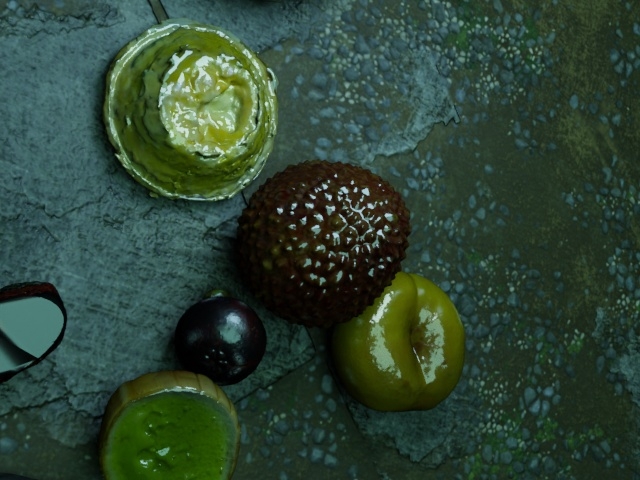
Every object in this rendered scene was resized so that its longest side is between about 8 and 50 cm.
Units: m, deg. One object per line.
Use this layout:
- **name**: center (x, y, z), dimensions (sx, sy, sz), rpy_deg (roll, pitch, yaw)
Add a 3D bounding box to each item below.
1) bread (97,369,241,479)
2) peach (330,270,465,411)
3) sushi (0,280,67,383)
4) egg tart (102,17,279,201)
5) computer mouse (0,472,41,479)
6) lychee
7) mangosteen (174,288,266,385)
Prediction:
- **bread**: center (-0.228, 0.311, 1.700), dimensions (0.236, 0.070, 0.236), rpy_deg (-5, 110, -15)
- **peach**: center (0.135, 0.174, 1.901), dimensions (0.251, 0.153, 0.251), rpy_deg (-2, 94, -32)
- **sushi**: center (-0.474, 0.142, 1.601), dimensions (0.225, 0.126, 0.136), rpy_deg (-27, 101, -20)
- **egg tart**: center (-0.189, -0.212, 1.771), dimensions (0.314, 0.120, 0.315), rpy_deg (2, 87, -28)
- **computer mouse**: center (-0.389, 0.431, 1.645), dimensions (0.269, 0.086, 0.138), rpy_deg (18, 78, -24)
- **lychee**: center (0.000, 0.000, 1.774), dimensions (0.275, 0.304, 0.276), rpy_deg (34, 49, -51)
- **mangosteen**: center (-0.156, 0.151, 1.759), dimensions (0.152, 0.152, 0.153), rpy_deg (2, 86, -27)
